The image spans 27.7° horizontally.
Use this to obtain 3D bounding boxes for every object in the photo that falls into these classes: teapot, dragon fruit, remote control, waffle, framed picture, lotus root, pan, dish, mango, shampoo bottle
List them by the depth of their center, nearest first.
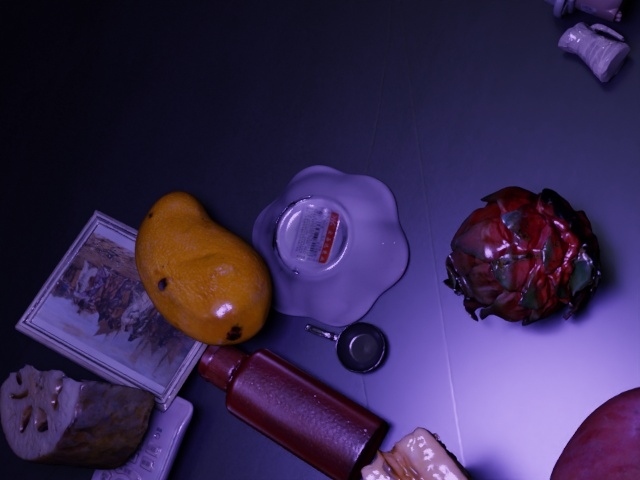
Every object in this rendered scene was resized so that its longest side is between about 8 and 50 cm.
[{"bbox_3d":[0.199,0.402,1.475,0.114,0.261,0.376,-37,63,1],"label":"waffle"},{"bbox_3d":[0.250,0.020,1.609,0.188,0.182,0.182,-7,76,-2],"label":"dragon fruit"},{"bbox_3d":[0.357,-0.253,1.692,0.083,0.057,0.067,39,76,26],"label":"teapot"},{"bbox_3d":[-0.044,0.218,1.717,0.260,0.064,0.102,29,89,21],"label":"shampoo bottle"},{"bbox_3d":[0.034,0.135,1.730,0.115,0.023,0.068,21,86,18],"label":"pan"},{"bbox_3d":[-0.333,0.236,1.737,0.235,0.119,0.138,-6,79,48],"label":"lotus root"},{"bbox_3d":[0.000,0.000,1.741,0.229,0.081,0.229,-4,77,17],"label":"dish"},{"bbox_3d":[-0.160,0.042,1.747,0.157,0.109,0.262,-27,49,-12],"label":"mango"},{"bbox_3d":[-0.262,0.352,1.772,0.109,0.055,0.313,21,89,31],"label":"remote control"},{"bbox_3d":[-0.269,0.092,1.816,0.274,0.017,0.217,24,72,21],"label":"framed picture"}]

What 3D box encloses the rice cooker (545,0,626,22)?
[{"bbox_3d":[0.366,-0.376,1.667,0.127,0.145,0.206,24,90,11],"label":"rice cooker"}]

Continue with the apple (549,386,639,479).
[{"bbox_3d":[0.408,0.339,1.438,0.344,0.269,0.345,4,50,-5],"label":"apple"}]
